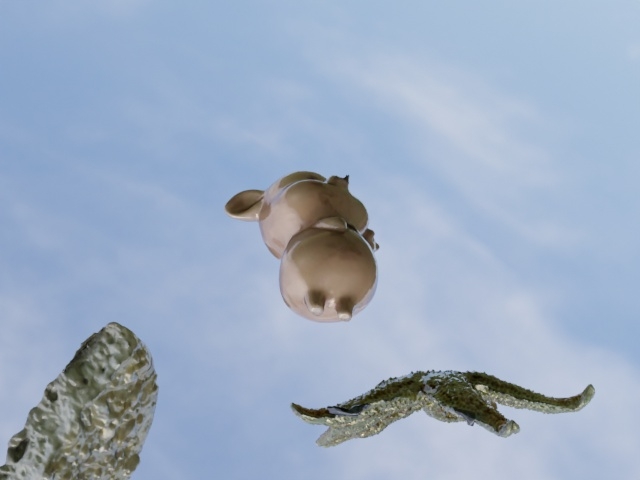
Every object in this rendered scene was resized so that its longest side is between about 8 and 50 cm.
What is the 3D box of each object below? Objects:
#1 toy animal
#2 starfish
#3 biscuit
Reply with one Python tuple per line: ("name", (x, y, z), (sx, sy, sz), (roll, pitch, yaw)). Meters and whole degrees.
("toy animal", (-0.005, 0.004, 1.094), (0.083, 0.089, 0.150), (61, -177, -35))
("starfish", (0.089, 0.119, 1.129), (0.176, 0.208, 0.053), (22, -114, -66))
("biscuit", (-0.256, 0.229, 1.633), (0.084, 0.281, 0.179), (26, 164, 26))
